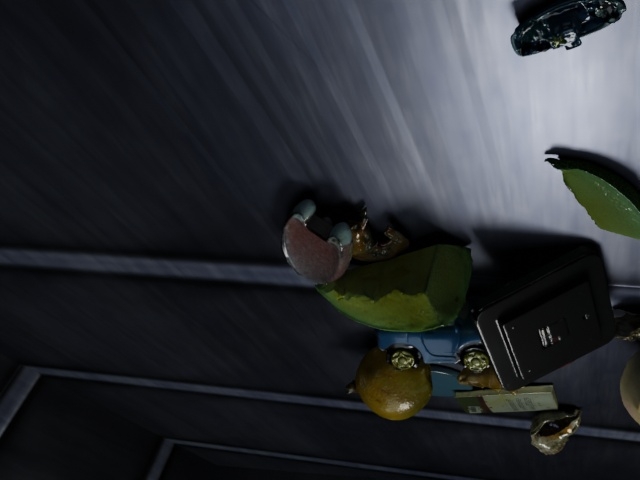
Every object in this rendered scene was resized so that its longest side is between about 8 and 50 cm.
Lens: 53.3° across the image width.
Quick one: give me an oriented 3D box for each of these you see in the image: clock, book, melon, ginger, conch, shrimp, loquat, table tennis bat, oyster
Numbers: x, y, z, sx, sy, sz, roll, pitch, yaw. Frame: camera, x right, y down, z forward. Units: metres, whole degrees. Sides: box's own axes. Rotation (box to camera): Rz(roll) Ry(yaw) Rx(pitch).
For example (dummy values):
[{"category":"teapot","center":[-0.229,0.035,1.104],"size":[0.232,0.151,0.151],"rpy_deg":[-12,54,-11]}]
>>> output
[{"category":"clock","center":[0.461,0.171,1.289],"size":[0.273,0.049,0.279],"rpy_deg":[-29,125,2]},{"category":"book","center":[0.574,0.495,1.963],"size":[0.289,0.026,0.201],"rpy_deg":[-9,147,21]},{"category":"melon","center":[0.145,0.097,1.333],"size":[0.323,0.196,0.124],"rpy_deg":[-10,131,41]},{"category":"ginger","center":[0.484,0.372,1.757],"size":[0.115,0.081,0.205],"rpy_deg":[34,141,-25]},{"category":"melon","center":[0.471,-0.077,1.076],"size":[0.262,0.053,0.114],"rpy_deg":[32,161,-26]},{"category":"conch","center":[0.733,0.594,2.002],"size":[0.155,0.130,0.207],"rpy_deg":[-4,148,-44]},{"category":"shrimp","center":[0.110,-0.007,1.291],"size":[0.132,0.051,0.187],"rpy_deg":[-11,152,12]},{"category":"loquat","center":[0.186,0.388,1.760],"size":[0.246,0.213,0.213],"rpy_deg":[-14,143,18]},{"category":"table tennis bat","center":[0.302,0.423,1.941],"size":[0.329,0.044,0.215],"rpy_deg":[13,151,-8]},{"category":"oyster","center":[0.706,0.186,1.376],"size":[0.148,0.103,0.051],"rpy_deg":[-15,102,13]}]

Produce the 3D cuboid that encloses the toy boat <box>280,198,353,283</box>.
[{"category":"toy boat","center":[0.000,0.000,1.293],"size":[0.155,0.085,0.227],"rpy_deg":[32,149,10]}]

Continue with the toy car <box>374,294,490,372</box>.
[{"category":"toy car","center":[0.276,0.182,1.433],"size":[0.314,0.198,0.166],"rpy_deg":[-2,116,17]}]

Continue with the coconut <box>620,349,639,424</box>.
[{"category":"coconut","center":[0.803,0.334,1.421],"size":[0.259,0.259,0.259],"rpy_deg":[8,149,5]}]

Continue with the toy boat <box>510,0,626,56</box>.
[{"category":"toy boat","center":[0.302,-0.263,0.782],"size":[0.137,0.061,0.060],"rpy_deg":[-15,141,35]}]
